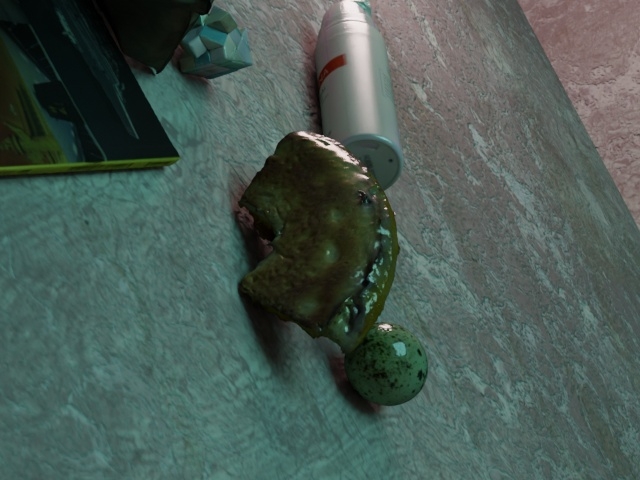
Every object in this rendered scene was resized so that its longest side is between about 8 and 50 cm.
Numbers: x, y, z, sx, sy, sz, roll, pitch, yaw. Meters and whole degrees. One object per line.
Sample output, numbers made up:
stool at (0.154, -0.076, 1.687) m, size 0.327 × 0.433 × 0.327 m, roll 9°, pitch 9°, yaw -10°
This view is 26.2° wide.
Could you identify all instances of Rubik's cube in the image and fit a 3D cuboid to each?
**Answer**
Rubik's cube at (-0.121, -0.223, 1.515) m, size 0.084 × 0.075 × 0.073 m, roll 28°, pitch 52°, yaw -75°

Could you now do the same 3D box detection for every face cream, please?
face cream at (0.045, -0.203, 1.815) m, size 0.102 × 0.102 × 0.346 m, roll 43°, pitch 25°, yaw -32°

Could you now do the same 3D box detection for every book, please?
book at (-0.276, -0.173, 1.192) m, size 0.263 × 0.028 × 0.374 m, roll 61°, pitch 22°, yaw 7°

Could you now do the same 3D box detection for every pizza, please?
pizza at (0.000, 0.000, 1.397) m, size 0.086 × 0.161 × 0.305 m, roll 66°, pitch 11°, yaw -44°

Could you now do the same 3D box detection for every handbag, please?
handbag at (-0.198, -0.301, 1.384) m, size 0.117 × 0.182 × 0.270 m, roll -27°, pitch 80°, yaw -29°

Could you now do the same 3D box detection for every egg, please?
egg at (0.070, 0.130, 1.435) m, size 0.110 × 0.085 × 0.085 m, roll 39°, pitch 26°, yaw -62°
